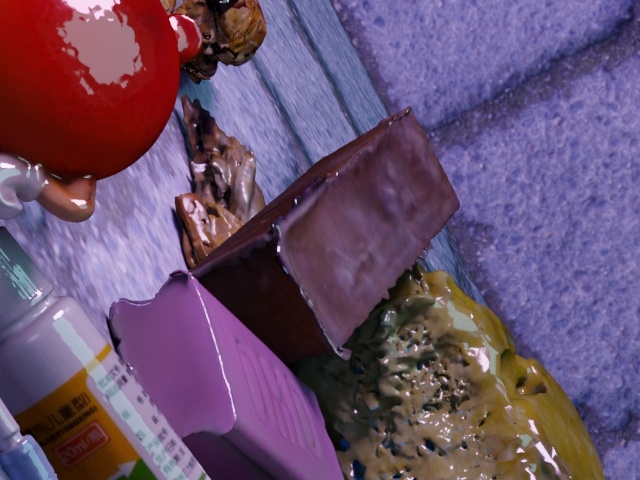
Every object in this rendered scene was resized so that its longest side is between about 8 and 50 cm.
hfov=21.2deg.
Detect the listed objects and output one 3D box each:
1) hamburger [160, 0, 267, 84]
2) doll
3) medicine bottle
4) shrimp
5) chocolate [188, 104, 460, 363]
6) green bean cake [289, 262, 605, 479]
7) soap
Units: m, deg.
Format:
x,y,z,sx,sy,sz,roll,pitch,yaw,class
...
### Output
x,y,z,sx,sy,sz,roll,pitch,yaw,class
-0.125,-0.248,1.540,0.231,0.107,0.231,61,3,-6,hamburger
-0.151,-0.091,0.821,0.217,0.085,0.183,-25,89,-46,doll
-0.140,0.063,0.818,0.220,0.061,0.092,54,27,-8,medicine bottle
-0.080,-0.047,1.375,0.117,0.066,0.262,51,15,-52,shrimp
0.000,0.000,1.301,0.112,0.112,0.321,62,28,-10,chocolate
0.112,0.183,1.401,0.285,0.202,0.310,55,13,-34,green bean cake
-0.054,0.117,1.101,0.203,0.065,0.122,48,19,-55,soap
